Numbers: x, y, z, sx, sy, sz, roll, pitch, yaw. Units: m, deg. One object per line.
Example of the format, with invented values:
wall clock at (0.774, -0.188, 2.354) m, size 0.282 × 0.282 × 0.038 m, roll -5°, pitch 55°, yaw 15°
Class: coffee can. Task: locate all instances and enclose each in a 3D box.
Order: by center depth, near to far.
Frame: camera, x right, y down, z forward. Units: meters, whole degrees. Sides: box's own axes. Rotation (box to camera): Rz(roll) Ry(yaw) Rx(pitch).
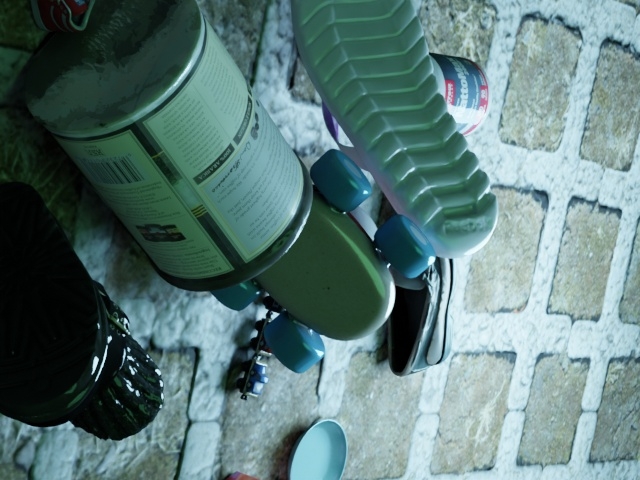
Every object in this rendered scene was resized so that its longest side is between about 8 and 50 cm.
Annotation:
coffee can at (-0.153, -0.106, 1.837) m, size 0.201 × 0.201 × 0.275 m, roll -58°, pitch 140°, yaw -23°

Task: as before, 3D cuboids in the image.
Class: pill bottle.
pill bottle at (0.131, -0.189, 2.261) m, size 0.180 × 0.108 × 0.108 m, roll 0°, pitch 101°, yaw -53°

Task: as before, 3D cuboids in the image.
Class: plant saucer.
plant saucer at (-0.009, 0.290, 2.306) m, size 0.119 × 0.021 × 0.119 m, roll -20°, pitch 116°, yaw -48°

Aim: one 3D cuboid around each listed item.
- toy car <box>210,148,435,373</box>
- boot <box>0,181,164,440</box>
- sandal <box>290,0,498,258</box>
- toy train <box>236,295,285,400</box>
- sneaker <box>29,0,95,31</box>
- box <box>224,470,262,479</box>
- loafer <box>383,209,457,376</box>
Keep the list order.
toy car at (0.000, 0.000, 2.123) m, size 0.219 × 0.238 × 0.210 m, roll -42°, pitch 102°, yaw 14°
boot at (-0.241, 0.122, 1.718) m, size 0.131 × 0.348 × 0.260 m, roll -23°, pitch 126°, yaw 0°
sandal at (0.067, -0.160, 2.123) m, size 0.169 × 0.102 × 0.416 m, roll -25°, pitch 90°, yaw -31°
toy train at (-0.065, 0.123, 2.165) m, size 0.027 × 0.036 × 0.158 m, roll 25°, pitch 82°, yaw -53°
sneaker at (-0.265, -0.260, 1.752) m, size 0.042 × 0.067 × 0.118 m, roll -44°, pitch 133°, yaw -36°
box at (-0.080, 0.460, 2.168) m, size 0.154 × 0.142 × 0.300 m, roll -34°, pitch 127°, yaw -42°
loafer at (0.126, 0.064, 2.355) m, size 0.084 × 0.096 × 0.268 m, roll -30°, pitch 126°, yaw -37°
